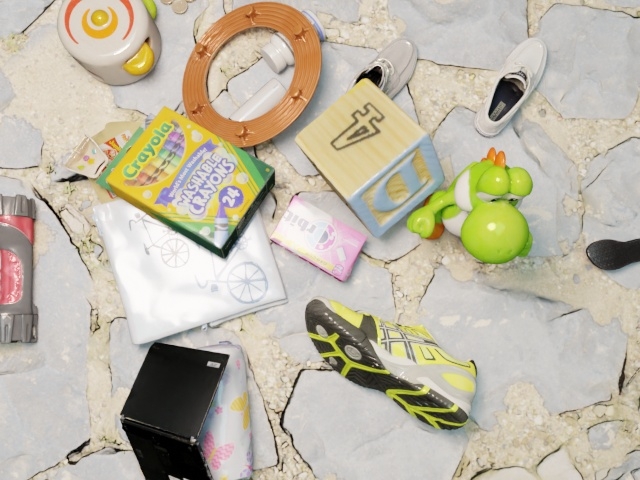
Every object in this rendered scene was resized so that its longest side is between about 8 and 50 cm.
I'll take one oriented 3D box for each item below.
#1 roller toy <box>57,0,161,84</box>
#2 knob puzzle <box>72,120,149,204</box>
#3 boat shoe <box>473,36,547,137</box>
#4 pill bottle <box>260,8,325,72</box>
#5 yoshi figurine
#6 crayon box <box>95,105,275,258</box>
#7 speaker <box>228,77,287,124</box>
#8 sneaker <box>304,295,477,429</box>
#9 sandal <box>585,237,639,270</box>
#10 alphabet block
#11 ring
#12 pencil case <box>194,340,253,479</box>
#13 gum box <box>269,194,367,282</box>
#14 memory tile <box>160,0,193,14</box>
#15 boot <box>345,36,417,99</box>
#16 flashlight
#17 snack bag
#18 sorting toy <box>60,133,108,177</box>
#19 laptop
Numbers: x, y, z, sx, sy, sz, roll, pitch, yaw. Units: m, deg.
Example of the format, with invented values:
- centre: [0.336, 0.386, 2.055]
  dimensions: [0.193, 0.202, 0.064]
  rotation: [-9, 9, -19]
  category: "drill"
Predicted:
- centre: [-0.452, -0.444, 1.223]
  dimensions: [0.191, 0.146, 0.209]
  rotation: [-5, 83, -1]
  category: "roller toy"
- centre: [-0.414, -0.174, 1.246]
  dimensions: [0.213, 0.030, 0.213]
  rotation: [0, 82, -1]
  category: "knob puzzle"
- centre: [0.432, -0.345, 1.253]
  dimensions: [0.095, 0.084, 0.258]
  rotation: [28, 83, 3]
  category: "boat shoe"
- centre: [-0.062, -0.440, 1.263]
  dimensions: [0.137, 0.078, 0.078]
  rotation: [-41, 85, -5]
  category: "pill bottle"
- centre: [0.288, -0.030, 1.069]
  dimensions: [0.203, 0.362, 0.203]
  rotation: [-34, 85, -6]
  category: "yoshi figurine"
- centre: [-0.281, -0.132, 1.167]
  dimensions: [0.323, 0.083, 0.203]
  rotation: [29, 72, 6]
  category: "crayon box"
- centre: [-0.137, -0.293, 1.254]
  dimensions: [0.136, 0.055, 0.055]
  rotation: [-44, 85, -5]
  category: "speaker"
- centre: [0.140, 0.227, 1.166]
  dimensions: [0.384, 0.145, 0.147]
  rotation: [34, 52, 6]
  category: "sneaker"
- centre: [0.649, 0.028, 1.234]
  dimensions: [0.179, 0.040, 0.067]
  rotation: [-5, 88, -16]
  category: "sandal"
- centre: [0.101, -0.161, 1.131]
  dimensions: [0.193, 0.192, 0.197]
  rotation: [-39, 58, 1]
  category: "alphabet block"
- centre: [-0.157, -0.362, 1.214]
  dimensions: [0.336, 0.032, 0.337]
  rotation: [-4, 78, 21]
  category: "ring"
- centre: [-0.206, 0.342, 1.138]
  dimensions: [0.124, 0.113, 0.273]
  rotation: [-11, 81, 17]
  category: "pencil case"
- centre: [0.000, 0.000, 1.211]
  dimensions: [0.188, 0.062, 0.107]
  rotation: [30, 83, 3]
  category: "gum box"
- centre: [-0.319, -0.603, 1.315]
  dimensions: [0.113, 0.012, 0.148]
  rotation: [37, 84, 4]
  category: "memory tile"
- centre: [0.134, -0.352, 1.230]
  dimensions: [0.095, 0.123, 0.258]
  rotation: [33, 83, 3]
  category: "boot"
- centre: [-0.647, 0.060, 1.175]
  dimensions: [0.103, 0.103, 0.304]
  rotation: [-1, 82, -2]
  category: "flashlight"
- centre: [-0.274, 0.032, 1.202]
  dimensions: [0.342, 0.037, 0.323]
  rotation: [-18, 84, -10]
  category: "snack bag"
- centre: [-0.486, -0.168, 1.198]
  dimensions: [0.075, 0.045, 0.083]
  rotation: [33, 83, 17]
  category: "sorting toy"
- centre: [-0.261, 0.355, 1.101]
  dimensions: [0.234, 0.136, 0.264]
  rotation: [-1, 113, 38]
  category: "laptop"
